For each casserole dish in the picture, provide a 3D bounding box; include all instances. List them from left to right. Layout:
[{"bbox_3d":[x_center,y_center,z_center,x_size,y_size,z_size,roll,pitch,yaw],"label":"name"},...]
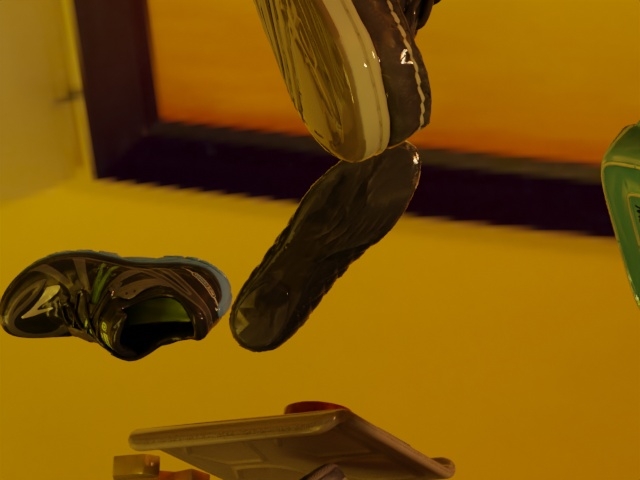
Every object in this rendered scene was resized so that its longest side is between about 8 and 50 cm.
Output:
[{"bbox_3d":[0.255,0.000,1.275,0.037,0.188,0.114,-30,-154,-26],"label":"casserole dish"}]

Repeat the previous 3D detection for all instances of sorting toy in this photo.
[{"bbox_3d":[-0.062,0.186,1.573,0.307,0.229,0.041,-9,-112,30],"label":"sorting toy"}]

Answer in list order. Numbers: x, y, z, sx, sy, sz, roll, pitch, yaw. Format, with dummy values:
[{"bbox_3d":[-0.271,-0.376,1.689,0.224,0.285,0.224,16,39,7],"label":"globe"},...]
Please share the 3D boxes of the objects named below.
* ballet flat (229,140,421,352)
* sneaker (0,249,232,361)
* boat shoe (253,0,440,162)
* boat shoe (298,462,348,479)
[{"bbox_3d":[0.000,0.000,1.152,0.173,0.057,0.049,-48,-177,3],"label":"ballet flat"},{"bbox_3d":[-0.163,0.051,1.348,0.188,0.067,0.078,-2,-149,15],"label":"sneaker"},{"bbox_3d":[0.010,-0.105,0.630,0.073,0.080,0.223,-12,-147,-7],"label":"boat shoe"},{"bbox_3d":[-0.057,0.299,1.371,0.130,0.132,0.355,55,-139,2],"label":"boat shoe"}]
